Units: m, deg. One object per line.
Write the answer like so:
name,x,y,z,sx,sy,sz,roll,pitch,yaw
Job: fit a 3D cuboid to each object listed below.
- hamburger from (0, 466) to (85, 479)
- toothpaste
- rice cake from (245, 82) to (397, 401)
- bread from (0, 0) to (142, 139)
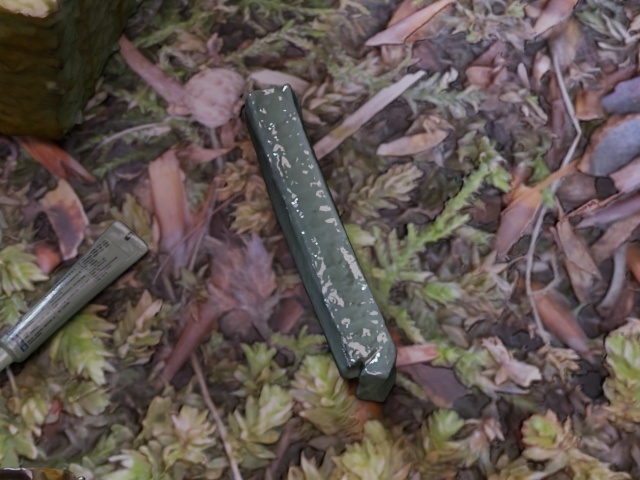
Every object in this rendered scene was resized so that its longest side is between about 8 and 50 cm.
hamburger,-0.288,0.300,1.436,0.155,0.135,0.208,-6,77,15
toothpaste,-0.248,0.058,1.593,0.048,0.029,0.197,38,67,15
rice cake,0.000,0.000,1.597,0.063,0.066,0.336,-16,66,-8
bread,-0.304,-0.330,1.666,0.264,0.239,0.395,16,64,8
